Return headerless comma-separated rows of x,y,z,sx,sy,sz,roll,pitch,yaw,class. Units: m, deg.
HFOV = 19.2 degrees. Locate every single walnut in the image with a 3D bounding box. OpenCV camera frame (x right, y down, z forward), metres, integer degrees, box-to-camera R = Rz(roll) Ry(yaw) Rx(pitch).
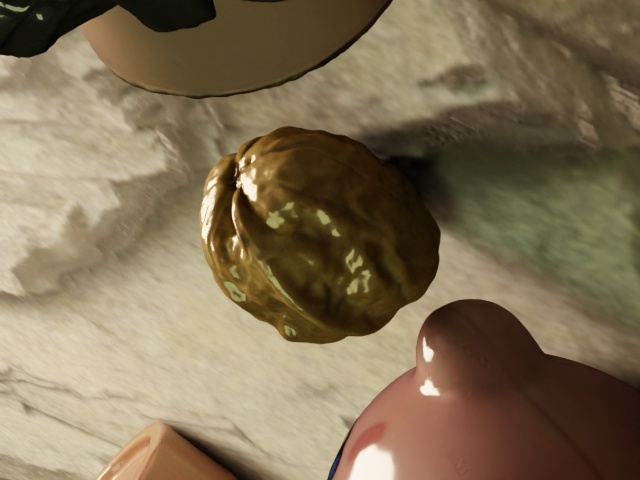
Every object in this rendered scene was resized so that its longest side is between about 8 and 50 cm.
0.000,0.000,0.730,0.079,0.082,0.096,-30,127,32,walnut

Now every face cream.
-0.105,0.202,1.189,0.104,0.149,0.149,39,157,-10,face cream

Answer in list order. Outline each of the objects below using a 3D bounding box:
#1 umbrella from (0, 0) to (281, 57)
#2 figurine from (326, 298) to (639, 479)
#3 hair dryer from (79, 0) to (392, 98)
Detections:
-0.027,-0.078,0.397,0.235,0.059,0.066,-8,158,39,umbrella
0.078,0.124,0.767,0.173,0.173,0.173,28,157,13,figurine
0.061,-0.112,0.430,0.344,0.107,0.189,11,148,25,hair dryer
